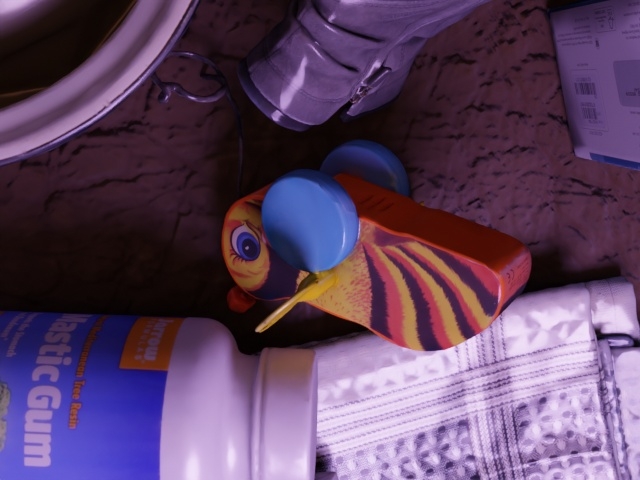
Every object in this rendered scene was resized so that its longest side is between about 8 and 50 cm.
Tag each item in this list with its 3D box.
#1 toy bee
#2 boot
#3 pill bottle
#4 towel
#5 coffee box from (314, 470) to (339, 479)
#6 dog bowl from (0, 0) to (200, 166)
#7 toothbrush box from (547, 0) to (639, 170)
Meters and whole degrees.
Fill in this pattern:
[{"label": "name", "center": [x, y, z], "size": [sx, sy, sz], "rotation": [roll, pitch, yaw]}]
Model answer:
[{"label": "toy bee", "center": [0.000, 0.000, 0.713], "size": [0.195, 0.298, 0.162], "rotation": [-11, 134, -36]}, {"label": "boot", "center": [0.100, -0.192, 0.684], "size": [0.118, 0.338, 0.222], "rotation": [58, 136, 19]}, {"label": "pill bottle", "center": [-0.140, 0.128, 0.692], "size": [0.272, 0.152, 0.152], "rotation": [1, 99, 3]}, {"label": "towel", "center": [0.133, 0.202, 0.791], "size": [0.324, 0.056, 0.312], "rotation": [-13, 100, -3]}, {"label": "coffee box", "center": [-0.037, 0.315, 0.750], "size": [0.141, 0.098, 0.246], "rotation": [-10, 101, 25]}, {"label": "dog bowl", "center": [-0.258, -0.249, 0.639], "size": [0.408, 0.150, 0.408], "rotation": [-1, 99, -4]}, {"label": "toothbrush box", "center": [0.340, -0.142, 0.672], "size": [0.296, 0.216, 0.126], "rotation": [-15, 101, -3]}]
